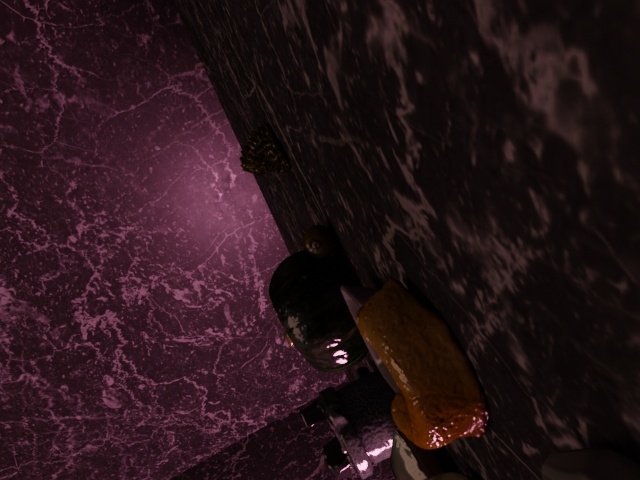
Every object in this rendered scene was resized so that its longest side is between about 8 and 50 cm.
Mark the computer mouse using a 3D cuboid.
[{"bbox_3d":[0.206,0.187,0.322,0.182,0.056,0.089,63,-178,-68],"label":"computer mouse"}]

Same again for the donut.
[{"bbox_3d":[0.145,0.186,0.637,0.259,0.101,0.152,69,166,-16],"label":"donut"}]

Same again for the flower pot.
[{"bbox_3d":[0.104,0.555,1.445,0.299,0.282,0.299,62,174,12],"label":"flower pot"}]

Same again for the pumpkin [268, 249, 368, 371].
[{"bbox_3d":[-0.006,0.166,1.120,0.300,0.207,0.300,59,180,0],"label":"pumpkin"}]

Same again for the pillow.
[{"bbox_3d":[0.258,0.581,1.083,0.310,0.119,0.312,51,164,32],"label":"pillow"}]

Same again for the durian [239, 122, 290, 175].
[{"bbox_3d":[-0.159,-0.222,1.201,0.187,0.108,0.119,52,168,56],"label":"durian"}]

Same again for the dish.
[{"bbox_3d":[0.122,0.182,0.848,0.234,0.064,0.154,66,172,-14],"label":"dish"}]

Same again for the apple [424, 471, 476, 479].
[{"bbox_3d":[0.235,0.518,0.834,0.195,0.173,0.160,-145,31,-83],"label":"apple"}]

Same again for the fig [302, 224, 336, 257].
[{"bbox_3d":[0.000,0.000,1.052,0.074,0.074,0.088,64,-166,-7],"label":"fig"}]
